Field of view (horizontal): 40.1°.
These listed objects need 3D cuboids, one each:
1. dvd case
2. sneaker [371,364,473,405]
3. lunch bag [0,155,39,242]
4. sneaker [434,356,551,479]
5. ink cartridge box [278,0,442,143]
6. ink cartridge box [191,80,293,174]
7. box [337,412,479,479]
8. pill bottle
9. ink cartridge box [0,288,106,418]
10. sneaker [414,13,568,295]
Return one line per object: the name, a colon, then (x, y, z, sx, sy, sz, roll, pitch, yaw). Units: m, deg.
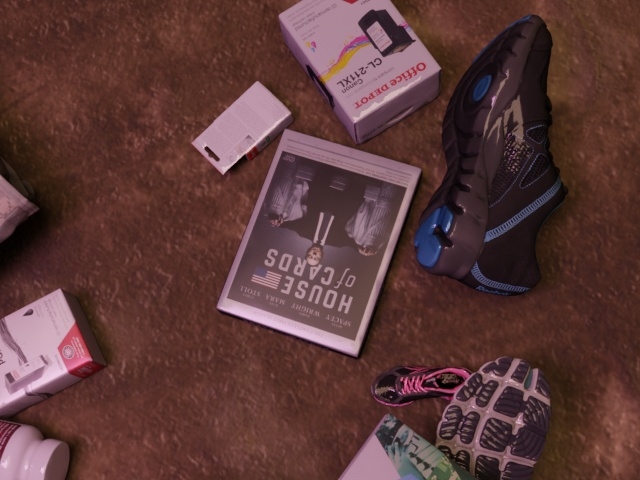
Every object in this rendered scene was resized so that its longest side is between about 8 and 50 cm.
dvd case: (0.000, 0.000, 1.041, 0.179, 0.029, 0.239, 18, 77, 10)
sneaker: (0.115, 0.158, 0.974, 0.119, 0.057, 0.047, -7, 77, 5)
lunch bag: (-0.490, -0.053, 1.032, 0.235, 0.169, 0.287, -40, 71, -6)
sneaker: (0.149, 0.247, 0.918, 0.107, 0.110, 0.275, 27, 83, 3)
ink cartridge box: (0.050, -0.227, 1.074, 0.127, 0.072, 0.175, -33, 74, -4)
ink cartridge box: (-0.096, -0.135, 1.087, 0.115, 0.029, 0.063, -44, 76, -5)
box: (0.122, 0.338, 0.768, 0.322, 0.058, 0.232, 36, 57, 9)
pill bottle: (-0.366, 0.244, 0.982, 0.152, 0.086, 0.086, 9, 76, 8)
ink cartridge box: (-0.336, 0.133, 1.024, 0.135, 0.056, 0.099, -28, 75, -3)
sneaker: (0.216, -0.099, 1.019, 0.139, 0.125, 0.341, 24, 75, -16)
